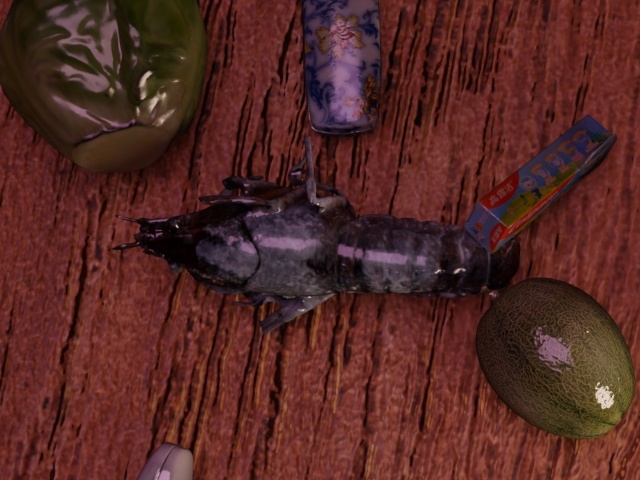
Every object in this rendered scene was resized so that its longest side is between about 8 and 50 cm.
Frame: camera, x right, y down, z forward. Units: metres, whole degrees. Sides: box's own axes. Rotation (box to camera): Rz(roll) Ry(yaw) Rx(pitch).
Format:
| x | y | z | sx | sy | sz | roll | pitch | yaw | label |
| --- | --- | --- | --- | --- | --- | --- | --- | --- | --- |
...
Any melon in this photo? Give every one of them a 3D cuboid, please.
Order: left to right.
| x | y | z | sx | sy | sz | roll | pitch | yaw | label |
| --- | --- | --- | --- | --- | --- | --- | --- | --- | --- |
| 0.232 | 0.113 | 1.817 | 0.139 | 0.139 | 0.192 | -44 | 80 | -3 | melon |

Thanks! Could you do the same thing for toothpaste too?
| x | y | z | sx | sy | sz | roll | pitch | yaw | label |
| --- | --- | --- | --- | --- | --- | --- | --- | --- | --- |
| 0.228 | -0.065 | 1.844 | 0.044 | 0.070 | 0.193 | 43 | 54 | 14 | toothpaste |

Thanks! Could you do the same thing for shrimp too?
| x | y | z | sx | sy | sz | roll | pitch | yaw | label |
| --- | --- | --- | --- | --- | --- | --- | --- | --- | --- |
| -0.004 | 0.001 | 1.871 | 0.410 | 0.166 | 0.221 | 8 | 106 | 14 | shrimp |

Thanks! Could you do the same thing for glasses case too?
| x | y | z | sx | sy | sz | roll | pitch | yaw | label |
| --- | --- | --- | --- | --- | --- | --- | --- | --- | --- |
| -0.186 | 0.321 | 1.855 | 0.059 | 0.092 | 0.233 | 18 | 82 | 9 | glasses case |
| 0.023 | -0.235 | 1.959 | 0.086 | 0.065 | 0.248 | -3 | 77 | 9 | glasses case |

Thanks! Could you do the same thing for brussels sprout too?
| x | y | z | sx | sy | sz | roll | pitch | yaw | label |
| --- | --- | --- | --- | --- | --- | --- | --- | --- | --- |
| -0.229 | -0.198 | 1.922 | 0.244 | 0.244 | 0.244 | -2 | 78 | 8 | brussels sprout |
